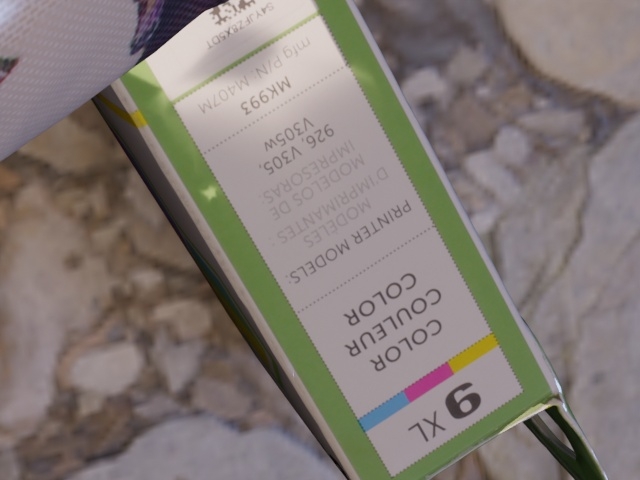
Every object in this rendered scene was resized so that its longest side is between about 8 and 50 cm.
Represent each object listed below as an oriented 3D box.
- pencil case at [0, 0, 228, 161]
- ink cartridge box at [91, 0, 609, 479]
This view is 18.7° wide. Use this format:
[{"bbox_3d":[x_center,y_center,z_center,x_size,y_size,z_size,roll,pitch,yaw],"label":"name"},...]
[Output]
[{"bbox_3d":[-0.054,-0.117,0.351,0.410,0.160,0.183,-37,159,-19],"label":"pencil case"},{"bbox_3d":[0.000,0.000,0.519,0.062,0.109,0.209,-33,114,-5],"label":"ink cartridge box"}]
